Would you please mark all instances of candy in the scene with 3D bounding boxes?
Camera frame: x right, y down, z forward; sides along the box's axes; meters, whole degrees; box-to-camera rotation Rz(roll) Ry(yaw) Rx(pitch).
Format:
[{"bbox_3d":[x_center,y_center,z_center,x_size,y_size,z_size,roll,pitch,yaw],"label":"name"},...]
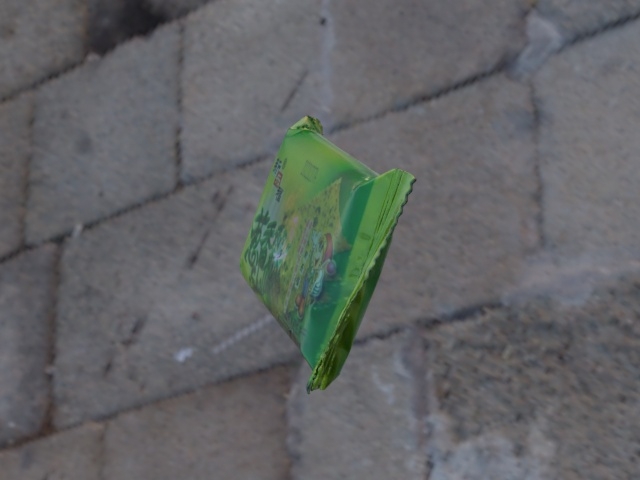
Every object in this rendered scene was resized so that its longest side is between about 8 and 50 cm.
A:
[{"bbox_3d":[-0.001,0.000,0.743,0.178,0.032,0.102,-135,61,-71],"label":"candy"}]
